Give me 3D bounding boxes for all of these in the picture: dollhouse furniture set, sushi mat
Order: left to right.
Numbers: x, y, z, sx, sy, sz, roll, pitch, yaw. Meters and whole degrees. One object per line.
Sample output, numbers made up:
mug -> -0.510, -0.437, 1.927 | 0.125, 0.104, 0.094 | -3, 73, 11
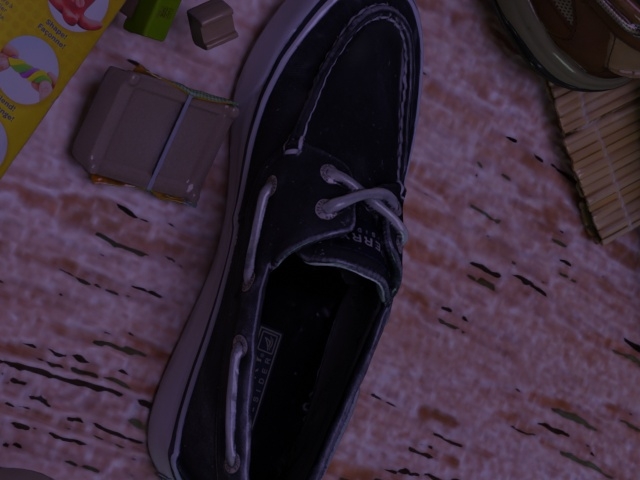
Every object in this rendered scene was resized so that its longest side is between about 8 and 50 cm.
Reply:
dollhouse furniture set -> -0.077, -0.099, 0.924 | 0.076, 0.058, 0.152 | 15, 106, -40
sushi mat -> 0.264, -0.125, 1.137 | 0.316, 0.019, 0.151 | -26, 109, -27

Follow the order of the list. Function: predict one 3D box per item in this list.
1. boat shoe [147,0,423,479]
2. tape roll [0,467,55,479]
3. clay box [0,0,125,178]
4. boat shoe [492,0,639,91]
boat shoe -> 0.000, 0.000, 0.934 | 0.108, 0.102, 0.301 | 25, 82, -31
tape roll -> -0.164, 0.239, 0.772 | 0.246, 0.246, 0.169 | -40, 114, -23
clay box -> -0.186, -0.090, 0.838 | 0.127, 0.053, 0.222 | 41, 72, -28
boat shoe -> 0.121, -0.231, 0.971 | 0.122, 0.120, 0.324 | -40, 108, -23
